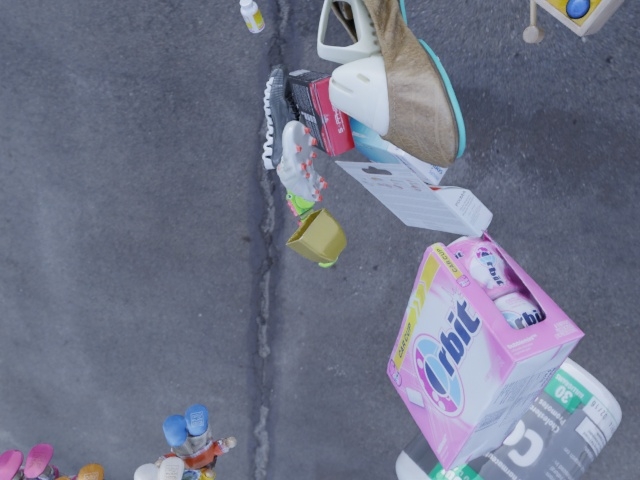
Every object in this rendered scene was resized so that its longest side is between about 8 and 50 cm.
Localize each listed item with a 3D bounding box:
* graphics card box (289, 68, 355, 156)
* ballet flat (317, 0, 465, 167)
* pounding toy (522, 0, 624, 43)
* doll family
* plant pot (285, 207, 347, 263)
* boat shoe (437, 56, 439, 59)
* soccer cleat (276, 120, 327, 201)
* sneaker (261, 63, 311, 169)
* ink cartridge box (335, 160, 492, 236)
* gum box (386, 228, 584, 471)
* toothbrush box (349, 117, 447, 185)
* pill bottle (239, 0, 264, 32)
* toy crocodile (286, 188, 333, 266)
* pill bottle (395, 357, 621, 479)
[{"bbox_3d":[-0.019,-0.429,1.663,0.094,0.371,0.232,-24,116,-12],"label":"graphics card box"},{"bbox_3d":[0.062,-0.221,0.607,0.124,0.342,0.116,-9,154,-7],"label":"ballet flat"},{"bbox_3d":[0.448,-0.458,0.950,0.181,0.094,0.206,50,137,18],"label":"pounding toy"},{"bbox_3d":[-0.218,0.292,0.561,0.263,0.118,0.163,-9,139,-12],"label":"doll family"},{"bbox_3d":[0.000,0.000,0.957,0.083,0.081,0.081,42,161,-12],"label":"plant pot"},{"bbox_3d":[0.272,-0.410,1.304,0.038,0.046,0.125,-3,122,-25],"label":"boat shoe"},{"bbox_3d":[-0.042,-0.123,0.829,0.076,0.068,0.196,15,158,17],"label":"soccer cleat"},{"bbox_3d":[-0.068,-0.262,1.110,0.106,0.078,0.234,13,116,15],"label":"sneaker"},{"bbox_3d":[0.167,-0.092,0.906,0.232,0.066,0.189,40,165,-33],"label":"ink cartridge box"},{"bbox_3d":[0.120,0.092,0.414,0.062,0.107,0.188,-14,138,-20],"label":"gum box"},{"bbox_3d":[0.247,-0.307,1.634,0.216,0.296,0.126,29,92,-43],"label":"toothbrush box"},{"bbox_3d":[-0.169,-0.556,1.248,0.044,0.043,0.083,8,160,16],"label":"pill bottle"},{"bbox_3d":[-0.036,-0.069,1.675,0.105,0.115,0.340,-32,95,-6],"label":"toy crocodile"},{"bbox_3d":[0.241,0.327,0.737,0.204,0.204,0.361,43,81,-7],"label":"pill bottle"}]
